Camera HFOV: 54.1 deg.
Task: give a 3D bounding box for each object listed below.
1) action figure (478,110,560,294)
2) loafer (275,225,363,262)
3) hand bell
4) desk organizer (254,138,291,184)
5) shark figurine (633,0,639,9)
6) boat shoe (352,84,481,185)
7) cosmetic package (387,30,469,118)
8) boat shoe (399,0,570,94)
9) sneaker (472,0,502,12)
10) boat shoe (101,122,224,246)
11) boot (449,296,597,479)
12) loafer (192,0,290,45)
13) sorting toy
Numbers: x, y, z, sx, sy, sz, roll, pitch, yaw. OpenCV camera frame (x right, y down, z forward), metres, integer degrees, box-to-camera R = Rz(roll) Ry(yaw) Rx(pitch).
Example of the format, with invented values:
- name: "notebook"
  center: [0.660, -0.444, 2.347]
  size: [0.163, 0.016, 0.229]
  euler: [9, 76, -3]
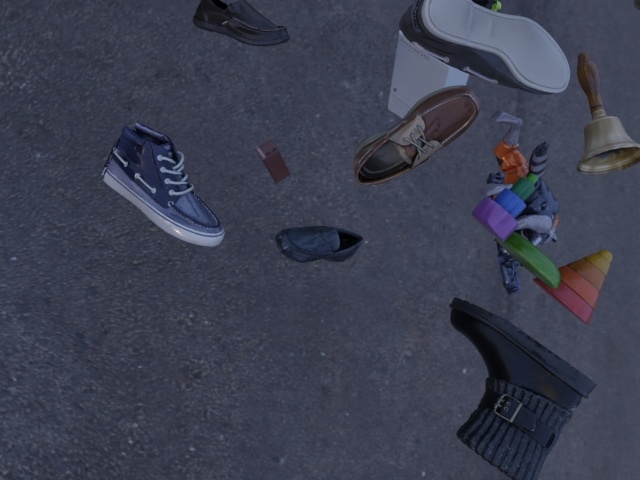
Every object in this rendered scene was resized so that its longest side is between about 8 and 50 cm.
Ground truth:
- name: "action figure"
  center: [0.445, -0.066, 1.354]
  size: [0.330, 0.179, 0.341]
  euler: [43, 40, -47]
- name: "loafer"
  center: [0.000, 0.000, 1.238]
  size: [0.223, 0.078, 0.076]
  euler: [6, 55, -51]
- name: "hand bell"
  center: [0.542, -0.263, 1.225]
  size: [0.126, 0.126, 0.241]
  euler: [9, 67, -37]
- name: "desk organizer"
  center: [-0.128, -0.213, 1.701]
  size: [0.050, 0.047, 0.130]
  euler: [-34, 151, -4]
- name: "shark figurine"
  center: [0.420, -0.379, 0.752]
  size: [0.116, 0.166, 0.278]
  euler: [-39, 129, -10]
- name: "boat shoe"
  center: [0.203, -0.210, 1.352]
  size: [0.123, 0.324, 0.116]
  euler: [44, 36, -17]
- name: "cosmetic package"
  center: [0.363, -0.543, 2.082]
  size: [0.217, 0.385, 0.156]
  euler: [41, 72, 20]
- name: "boat shoe"
  center: [0.290, -0.341, 1.095]
  size: [0.335, 0.095, 0.112]
  euler: [16, 86, -25]
- name: "sneaker"
  center: [0.341, -0.510, 1.387]
  size: [0.084, 0.234, 0.097]
  euler: [16, 111, -22]
- name: "boat shoe"
  center: [-0.349, -0.134, 1.446]
  size: [0.341, 0.158, 0.127]
  euler: [33, 27, 8]
- name: "boot"
  center: [0.351, 0.299, 1.292]
  size: [0.260, 0.348, 0.131]
  euler: [-55, 145, 4]
- name: "loafer"
  center: [-0.165, -0.460, 1.298]
  size: [0.080, 0.220, 0.078]
  euler: [-51, 157, -59]
- name: "sorting toy"
  center: [0.385, 0.007, 1.025]
  size: [0.126, 0.127, 0.366]
  euler: [-47, 128, 6]
